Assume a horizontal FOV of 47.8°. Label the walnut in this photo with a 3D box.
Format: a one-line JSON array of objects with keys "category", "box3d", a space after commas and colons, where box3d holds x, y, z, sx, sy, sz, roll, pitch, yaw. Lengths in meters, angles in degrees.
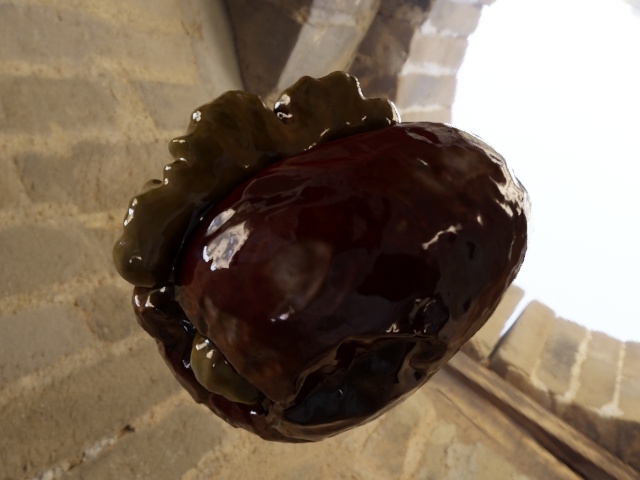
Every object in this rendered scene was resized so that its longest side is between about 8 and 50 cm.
[{"category": "walnut", "box3d": [0.000, 0.000, 0.523, 0.269, 0.221, 0.244, -37, -89, -27]}]
